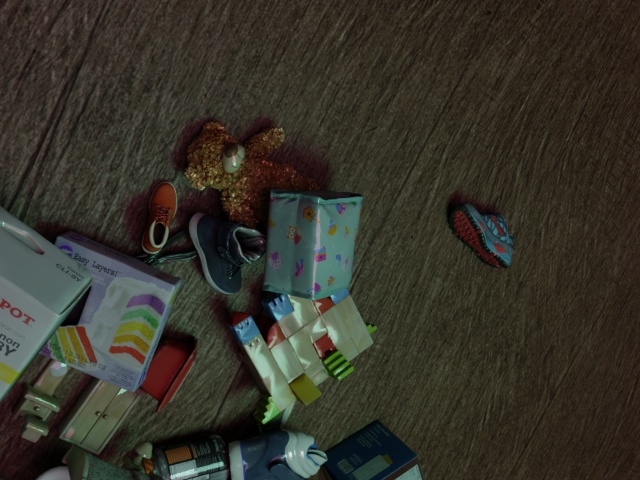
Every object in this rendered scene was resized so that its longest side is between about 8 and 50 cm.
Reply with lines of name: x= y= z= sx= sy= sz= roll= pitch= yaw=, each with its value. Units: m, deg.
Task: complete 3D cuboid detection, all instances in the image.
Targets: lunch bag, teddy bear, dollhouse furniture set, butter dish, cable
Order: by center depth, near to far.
dollhouse furniture set: x=-0.423 y=0.399 z=1.346 sx=0.303 sy=0.355 sz=0.174 roll=37 pitch=85 yaw=-31
cable: x=-0.386 y=0.052 z=1.458 sx=0.287 sy=0.072 sz=0.139 roll=-44 pitch=104 yaw=-25
lunch bag: x=0.000 y=0.000 z=1.473 sx=0.262 sy=0.160 sz=0.223 roll=-9 pitch=105 yaw=-60
butter dish: x=-0.351 y=0.272 z=1.489 sx=0.118 sy=0.160 sz=0.160 roll=32 pitch=88 yaw=-8
teddy bear: x=-0.134 y=-0.127 z=1.494 sx=0.245 sy=0.113 sz=0.338 roll=-44 pitch=121 yaw=-13

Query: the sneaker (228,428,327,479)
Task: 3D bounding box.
sneaker: x=-0.095 y=0.593 z=1.659 sx=0.236 sy=0.130 sz=0.323 roll=-8 pitch=124 yaw=-8

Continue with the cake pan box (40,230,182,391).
cake pan box: x=-0.443 y=0.140 z=1.355 sx=0.267 sy=0.070 sz=0.246 roll=24 pitch=97 yaw=0

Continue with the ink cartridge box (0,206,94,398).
ink cartridge box: x=-0.624 y=0.143 z=1.157 sx=0.279 sy=0.160 sz=0.384 roll=38 pitch=108 yaw=-11

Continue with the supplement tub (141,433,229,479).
supplement tub: x=-0.319 y=0.529 z=1.581 sx=0.190 sy=0.117 sz=0.117 roll=-6 pitch=107 yaw=-26

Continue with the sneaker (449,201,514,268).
sneaker: x=0.448 y=-0.036 z=1.863 sx=0.262 sy=0.104 sz=0.125 roll=44 pitch=64 yaw=-35

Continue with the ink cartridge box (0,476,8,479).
ink cartridge box: x=-0.696 y=0.531 z=1.365 sx=0.231 sy=0.134 sz=0.078 roll=39 pitch=85 yaw=-31

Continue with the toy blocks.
toy blocks: x=-0.056 y=0.209 z=1.613 sx=0.381 sy=0.191 sz=0.261 roll=-32 pitch=107 yaw=-22

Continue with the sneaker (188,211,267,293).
sneaker: x=-0.180 y=0.045 z=1.470 sx=0.086 sy=0.163 sz=0.226 roll=-55 pitch=141 yaw=-35

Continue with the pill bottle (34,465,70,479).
pill bottle: x=-0.515 y=0.565 z=1.427 sx=0.131 sy=0.131 sz=0.229 roll=-34 pitch=154 yaw=-16

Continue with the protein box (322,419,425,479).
protein box: x=0.140 y=0.625 z=1.810 sx=0.201 sy=0.200 sz=0.136 roll=-26 pitch=116 yaw=-20

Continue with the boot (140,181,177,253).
boot: x=-0.330 y=-0.051 z=1.411 sx=0.059 sy=0.084 sz=0.158 roll=14 pitch=78 yaw=-20

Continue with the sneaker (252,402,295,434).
sneaker: x=-0.132 y=0.453 z=1.700 sx=0.086 sy=0.064 sz=0.192 roll=18 pitch=105 yaw=-12
